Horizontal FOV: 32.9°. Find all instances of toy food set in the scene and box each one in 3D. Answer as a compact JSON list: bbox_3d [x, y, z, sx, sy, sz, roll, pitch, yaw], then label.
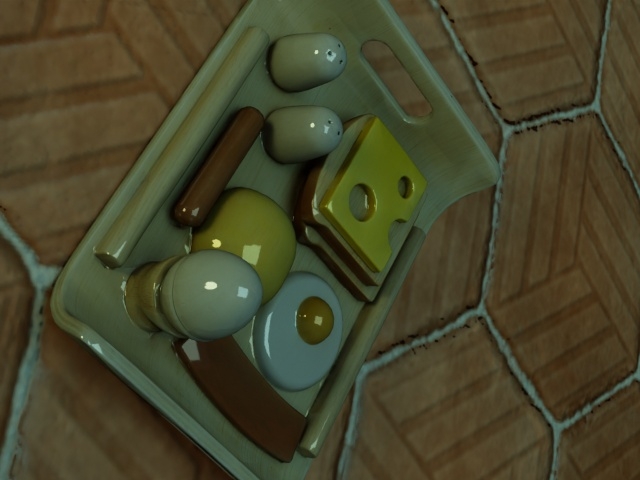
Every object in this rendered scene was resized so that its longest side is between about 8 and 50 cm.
[{"bbox_3d":[0.000,0.000,0.654,0.220,0.092,0.306,49,57,-31],"label":"toy food set"}]
